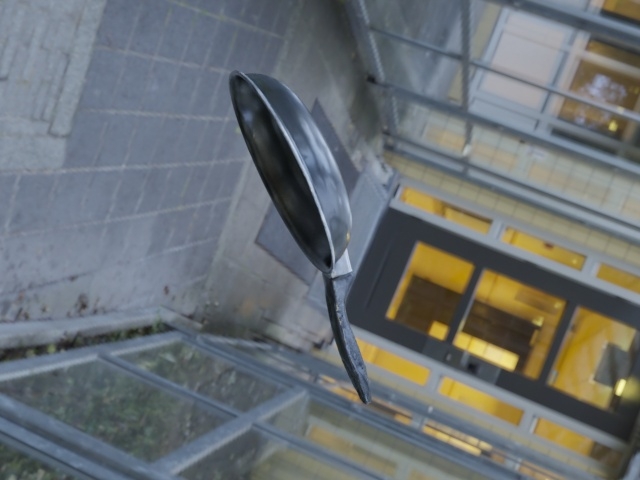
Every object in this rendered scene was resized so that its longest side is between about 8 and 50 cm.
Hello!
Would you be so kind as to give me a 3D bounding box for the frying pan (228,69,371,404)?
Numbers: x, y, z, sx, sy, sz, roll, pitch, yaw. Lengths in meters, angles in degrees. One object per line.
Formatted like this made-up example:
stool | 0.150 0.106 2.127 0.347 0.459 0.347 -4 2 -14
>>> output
frying pan | 0.003 -0.006 0.782 0.053 0.326 0.197 -27 178 -11
